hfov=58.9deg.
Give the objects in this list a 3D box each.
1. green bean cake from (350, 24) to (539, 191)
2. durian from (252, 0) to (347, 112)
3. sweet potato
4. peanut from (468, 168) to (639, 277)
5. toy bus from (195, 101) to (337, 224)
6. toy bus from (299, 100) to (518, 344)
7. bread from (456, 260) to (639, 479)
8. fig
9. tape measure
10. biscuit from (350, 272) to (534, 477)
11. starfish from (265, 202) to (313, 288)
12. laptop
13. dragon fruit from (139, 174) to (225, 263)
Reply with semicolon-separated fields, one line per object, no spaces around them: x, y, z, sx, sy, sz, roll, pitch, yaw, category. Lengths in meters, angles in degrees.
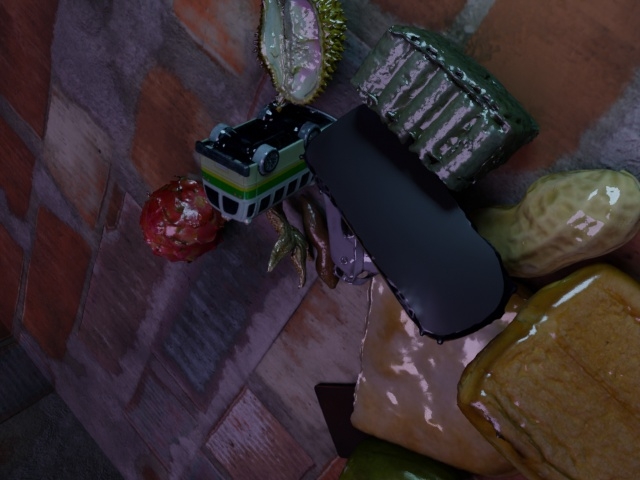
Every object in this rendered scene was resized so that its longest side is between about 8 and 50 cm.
0.197;-0.206;0.852;0.241;0.255;0.132;46;122;13;green bean cake
-0.029;-0.353;1.041;0.193;0.138;0.237;35;124;18;durian
0.004;-0.001;1.227;0.065;0.051;0.218;-17;92;6;sweet potato
0.351;-0.021;0.896;0.306;0.147;0.147;-32;88;47;peanut
-0.098;-0.155;1.094;0.134;0.276;0.164;29;132;25;toy bus
0.144;-0.021;0.900;0.171;0.162;0.386;-34;73;6;toy bus
0.410;0.229;0.858;0.337;0.148;0.328;42;86;2;bread
0.197;0.546;1.198;0.314;0.233;0.232;22;122;33;fig
0.103;-0.040;1.062;0.197;0.120;0.236;-12;77;24;tape measure
0.257;0.233;1.085;0.446;0.104;0.428;10;105;36;biscuit
-0.074;-0.010;1.205;0.062;0.277;0.235;-27;124;11;starfish
0.072;0.446;1.392;0.154;0.026;0.207;-12;101;43;laptop
-0.348;-0.043;1.398;0.268;0.210;0.205;-11;62;39;dragon fruit
